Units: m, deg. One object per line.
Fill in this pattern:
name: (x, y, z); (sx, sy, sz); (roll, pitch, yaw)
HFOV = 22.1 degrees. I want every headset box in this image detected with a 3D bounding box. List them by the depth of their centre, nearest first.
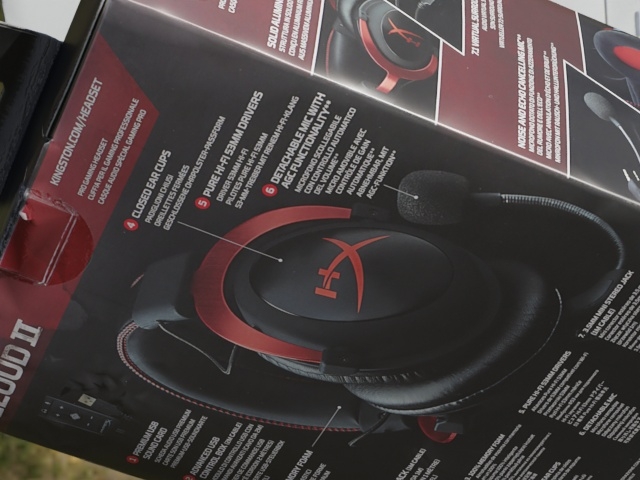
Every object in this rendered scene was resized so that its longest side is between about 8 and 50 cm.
headset box: (0.000, 0.000, 0.623); (0.293, 0.218, 0.110); (20, 41, -12)

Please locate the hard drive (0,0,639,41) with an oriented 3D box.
hard drive: (0.012, -0.100, 0.895); (0.353, 0.233, 0.047); (-9, 20, -6)
